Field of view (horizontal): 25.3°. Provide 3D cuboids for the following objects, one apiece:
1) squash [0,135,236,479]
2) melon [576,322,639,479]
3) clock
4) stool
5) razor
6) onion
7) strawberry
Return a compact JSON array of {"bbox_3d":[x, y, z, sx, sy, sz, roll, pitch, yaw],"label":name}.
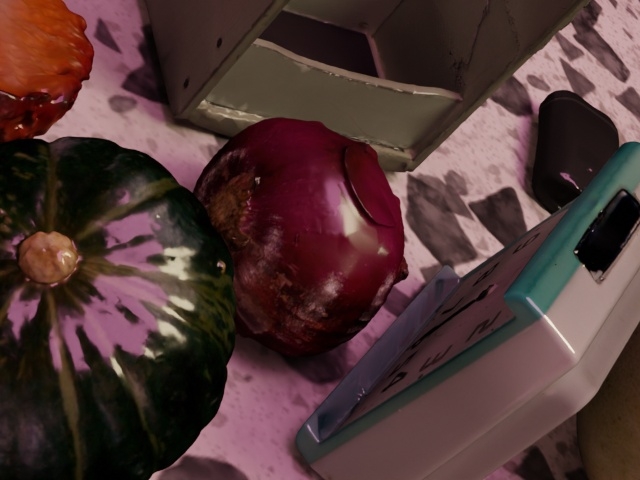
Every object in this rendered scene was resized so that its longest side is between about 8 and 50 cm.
[{"bbox_3d":[-0.148,0.045,0.788,0.218,0.172,0.218,-2,60,4],"label":"squash"},{"bbox_3d":[0.342,0.134,1.105,0.268,0.268,0.330,52,26,7],"label":"melon"},{"bbox_3d":[0.136,0.070,1.001,0.116,0.231,0.262,49,37,-3],"label":"clock"},{"bbox_3d":[0.033,-0.208,1.116,0.244,0.270,0.170,10,50,-38],"label":"stool"},{"bbox_3d":[0.248,-0.081,1.380,0.090,0.054,0.148,32,39,-12],"label":"razor"},{"bbox_3d":[0.010,-0.008,1.026,0.198,0.135,0.173,5,57,-43],"label":"onion"},{"bbox_3d":[-0.235,-0.104,0.878,0.190,0.111,0.236,16,24,-34],"label":"strawberry"}]
